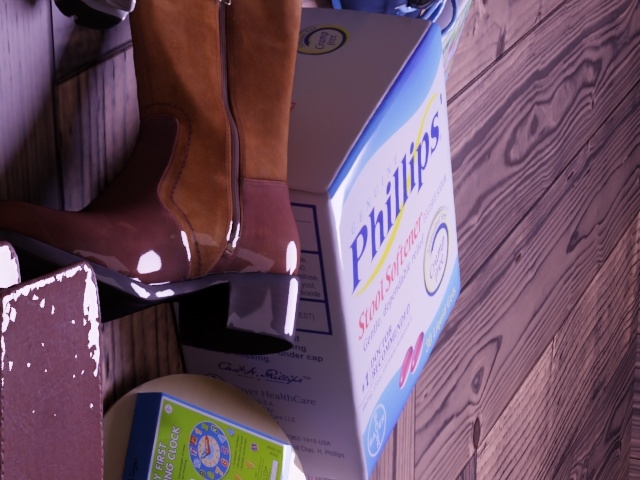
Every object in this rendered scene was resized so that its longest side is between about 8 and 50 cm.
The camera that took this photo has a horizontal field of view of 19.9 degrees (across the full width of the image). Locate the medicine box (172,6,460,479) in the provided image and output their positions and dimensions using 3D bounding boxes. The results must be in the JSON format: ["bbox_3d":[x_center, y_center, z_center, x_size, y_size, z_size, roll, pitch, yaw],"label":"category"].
[{"bbox_3d":[0.000,0.000,1.486,0.263,0.149,0.289,-59,150,-47],"label":"medicine box"}]

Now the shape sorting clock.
[{"bbox_3d":[-0.091,0.200,1.341,0.206,0.040,0.206,16,66,-39],"label":"shape sorting clock"}]

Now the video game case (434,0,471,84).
[{"bbox_3d":[0.088,-0.123,1.772,0.212,0.023,0.193,-59,168,-47],"label":"video game case"}]

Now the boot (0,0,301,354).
[{"bbox_3d":[-0.112,-0.083,1.208,0.264,0.096,0.280,12,69,-34],"label":"boot"}]

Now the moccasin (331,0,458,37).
[{"bbox_3d":[0.074,-0.238,1.594,0.342,0.116,0.138,21,78,-80],"label":"moccasin"}]

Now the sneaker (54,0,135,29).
[{"bbox_3d":[-0.145,-0.235,1.150,0.083,0.071,0.191,-71,165,-54],"label":"sneaker"}]

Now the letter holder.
[{"bbox_3d":[-0.194,0.152,1.004,0.214,0.152,0.302,-24,117,-70],"label":"letter holder"}]
